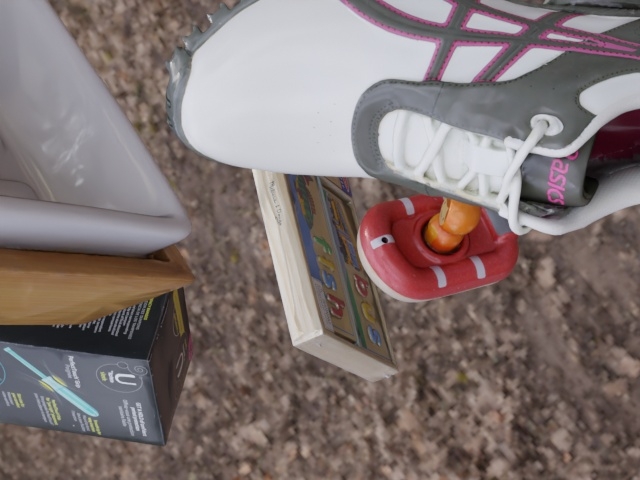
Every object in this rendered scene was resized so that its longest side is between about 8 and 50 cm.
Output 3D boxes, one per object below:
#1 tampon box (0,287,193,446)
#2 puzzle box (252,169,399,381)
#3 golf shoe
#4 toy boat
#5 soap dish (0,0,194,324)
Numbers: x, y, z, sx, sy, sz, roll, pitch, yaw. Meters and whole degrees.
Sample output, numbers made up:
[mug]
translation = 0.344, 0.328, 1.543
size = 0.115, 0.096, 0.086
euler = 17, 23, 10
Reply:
[tampon box]
translation = -0.194, 0.081, 0.860
size = 0.161, 0.101, 0.120
euler = 7, 138, 6
[puzzle box]
translation = 0.000, 0.000, 1.658
size = 0.272, 0.052, 0.409
euler = 33, -142, -58
[golf shoe]
translation = 0.065, -0.062, 0.479
size = 0.120, 0.273, 0.105
euler = -97, 4, -49
[toy boat]
translation = 0.166, -0.014, 1.440
size = 0.151, 0.231, 0.151
euler = 114, 138, -57
[soap dish]
translation = -0.233, -0.073, 0.665
size = 0.291, 0.118, 0.229
euler = 55, -158, 21
